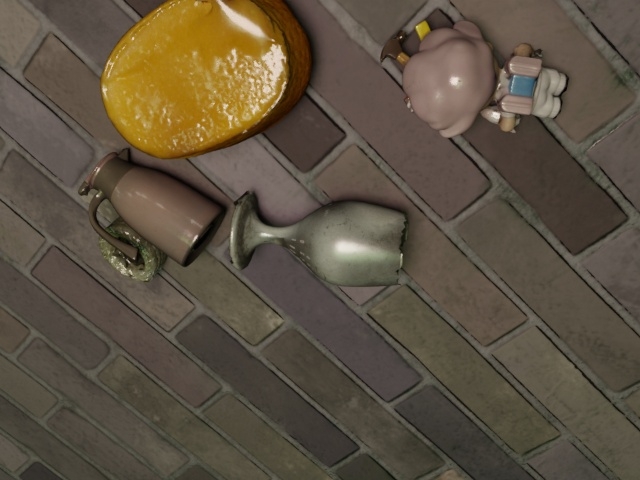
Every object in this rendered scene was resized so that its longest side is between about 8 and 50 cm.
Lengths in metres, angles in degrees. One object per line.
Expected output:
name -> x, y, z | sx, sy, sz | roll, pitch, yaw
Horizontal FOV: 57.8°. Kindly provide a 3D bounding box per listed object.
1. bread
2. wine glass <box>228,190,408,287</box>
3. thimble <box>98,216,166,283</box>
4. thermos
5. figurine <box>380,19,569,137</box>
bread -> -0.144, -0.210, 0.736 | 0.270, 0.142, 0.195 | -22, 107, 18
wine glass -> 0.000, 0.000, 0.823 | 0.242, 0.126, 0.126 | 7, 117, 11
thimble -> -0.295, 0.014, 0.923 | 0.085, 0.062, 0.109 | -21, 110, 23
thermos -> -0.259, -0.042, 0.855 | 0.193, 0.105, 0.137 | 34, 81, -1
figurine -> 0.186, -0.190, 0.704 | 0.229, 0.112, 0.137 | 8, 113, -4
